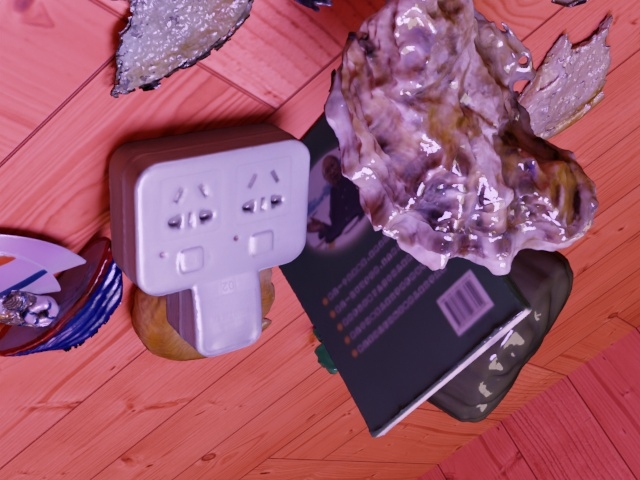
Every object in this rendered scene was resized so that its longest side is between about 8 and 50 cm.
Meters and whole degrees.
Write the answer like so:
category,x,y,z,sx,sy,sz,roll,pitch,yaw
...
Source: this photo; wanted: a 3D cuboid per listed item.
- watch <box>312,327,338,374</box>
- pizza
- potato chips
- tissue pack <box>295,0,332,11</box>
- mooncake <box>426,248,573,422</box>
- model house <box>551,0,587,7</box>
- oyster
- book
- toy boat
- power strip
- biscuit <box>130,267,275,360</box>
category,x,y,z,sx,sy,sz,roll,pitch,yaw
watch,0.059,0.142,1.676,0.165,0.131,0.152,-25,142,-9
pizza,0.365,-0.227,1.438,0.181,0.034,0.262,-15,149,-27
potato chips,-0.156,-0.229,0.930,0.202,0.029,0.220,-34,156,7
tissue pack,0.106,-0.383,0.829,0.259,0.122,0.361,-16,148,-30
mooncake,0.302,0.152,1.739,0.356,0.194,0.356,-45,157,-25
model house,0.315,-0.321,1.216,0.058,0.057,0.083,-19,-173,42
oyster,0.137,-0.112,0.970,0.238,0.115,0.351,-27,120,-9
book,0.065,0.013,1.177,0.043,0.371,0.260,6,137,-48
toy boat,-0.357,0.038,1.163,0.219,0.072,0.318,-26,143,-3
power strip,-0.141,-0.006,1.183,0.229,0.141,0.261,-13,120,-31
biscuit,-0.164,0.094,1.399,0.213,0.091,0.274,-25,155,-13
